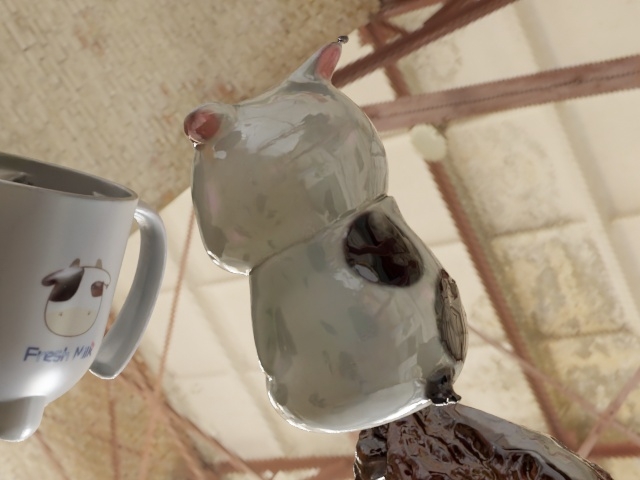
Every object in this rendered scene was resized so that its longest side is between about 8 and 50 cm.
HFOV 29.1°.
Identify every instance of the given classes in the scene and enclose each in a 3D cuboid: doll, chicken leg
[{"bbox_3d":[0.002,0.007,0.614,0.107,0.110,0.180,-27,-88,54],"label":"doll"},{"bbox_3d":[0.159,0.209,0.868,0.407,0.158,0.095,-134,-135,-55],"label":"chicken leg"}]

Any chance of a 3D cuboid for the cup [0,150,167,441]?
[{"bbox_3d":[-0.178,0.026,0.702,0.134,0.173,0.141,14,-83,8],"label":"cup"}]
